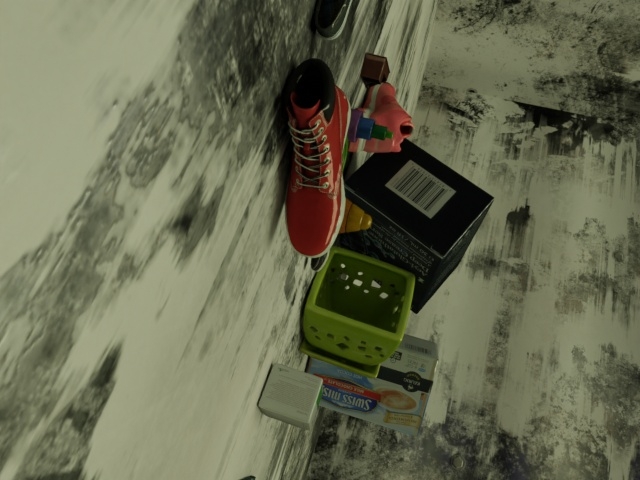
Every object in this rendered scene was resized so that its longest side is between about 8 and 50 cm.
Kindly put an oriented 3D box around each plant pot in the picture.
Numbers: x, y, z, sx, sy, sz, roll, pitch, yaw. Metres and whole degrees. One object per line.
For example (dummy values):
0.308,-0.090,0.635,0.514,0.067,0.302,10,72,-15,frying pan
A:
0.081,0.183,1.255,0.227,0.228,0.207,-65,172,-49,plant pot

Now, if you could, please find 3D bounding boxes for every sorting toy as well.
0.061,-0.124,0.948,0.127,0.126,0.365,95,14,-44,sorting toy

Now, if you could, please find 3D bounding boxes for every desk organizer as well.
0.124,-0.374,1.168,0.130,0.047,0.050,-20,126,-78,desk organizer

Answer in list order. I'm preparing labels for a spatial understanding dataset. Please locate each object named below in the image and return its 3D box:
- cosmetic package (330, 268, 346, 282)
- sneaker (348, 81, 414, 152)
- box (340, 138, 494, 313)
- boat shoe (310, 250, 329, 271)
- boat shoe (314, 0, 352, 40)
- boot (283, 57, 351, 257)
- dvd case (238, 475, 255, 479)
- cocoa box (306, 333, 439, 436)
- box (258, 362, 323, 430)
0.041,0.111,1.435,0.115,0.041,0.060,5,100,-80,cosmetic package
0.158,-0.280,1.235,0.313,0.136,0.115,-64,166,-51,sneaker
0.226,-0.029,1.363,0.212,0.293,0.395,-46,161,-18,box
0.000,0.000,1.044,0.046,0.038,0.125,22,-87,58,boat shoe
0.026,-0.331,0.666,0.040,0.049,0.142,-35,141,-75,boat shoe
-0.016,-0.098,0.678,0.176,0.089,0.244,4,93,-80,boot
-0.152,0.495,0.986,0.119,0.013,0.087,74,32,-69,dvd case
0.146,0.379,1.520,0.231,0.347,0.227,-5,110,-80,cocoa box
-0.053,0.299,0.991,0.101,0.102,0.087,89,20,-62,box
